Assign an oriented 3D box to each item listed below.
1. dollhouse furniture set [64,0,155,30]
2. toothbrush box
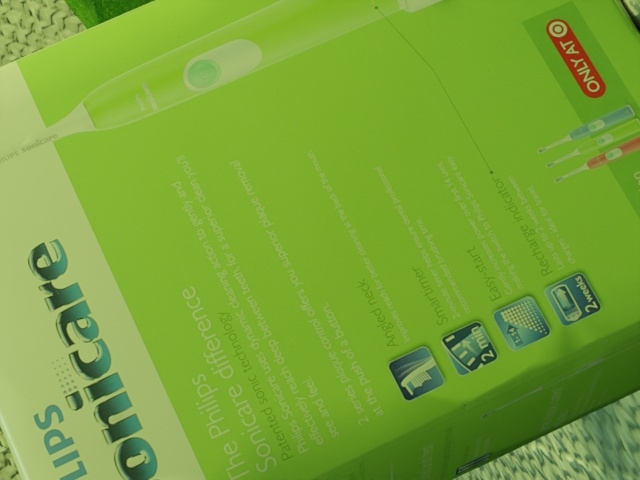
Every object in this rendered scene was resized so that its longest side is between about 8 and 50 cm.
[{"bbox_3d":[-0.015,-0.101,0.770,0.151,0.197,0.301,45,158,56],"label":"dollhouse furniture set"},{"bbox_3d":[0.000,0.000,0.628,0.206,0.283,0.122,62,171,20],"label":"toothbrush box"}]
